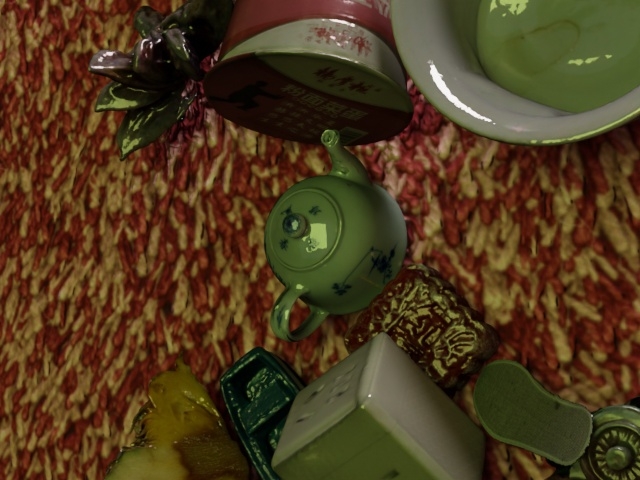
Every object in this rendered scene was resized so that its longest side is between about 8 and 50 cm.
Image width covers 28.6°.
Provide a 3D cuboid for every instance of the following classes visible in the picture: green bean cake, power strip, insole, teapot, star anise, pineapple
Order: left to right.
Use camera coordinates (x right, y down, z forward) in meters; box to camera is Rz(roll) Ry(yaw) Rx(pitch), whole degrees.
[{"bbox_3d":[-0.177,0.280,1.396,0.250,0.164,0.140,59,145,10],"label":"pineapple"},{"bbox_3d":[-0.182,-0.224,1.498,0.282,0.129,0.212,-33,21,49],"label":"star anise"},{"bbox_3d":[0.000,0.000,1.378,0.159,0.159,0.232,15,87,30],"label":"teapot"},{"bbox_3d":[0.081,0.231,1.265,0.140,0.139,0.224,-40,102,25],"label":"power strip"},{"bbox_3d":[0.105,0.108,1.351,0.135,0.056,0.136,-48,62,10],"label":"green bean cake"},{"bbox_3d":[0.201,0.168,1.231,0.080,0.003,0.232,-64,20,0],"label":"insole"}]

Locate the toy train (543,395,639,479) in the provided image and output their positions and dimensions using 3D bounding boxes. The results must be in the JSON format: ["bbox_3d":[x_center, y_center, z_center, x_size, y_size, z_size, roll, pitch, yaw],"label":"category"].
[{"bbox_3d":[0.341,0.272,1.152,0.304,0.150,0.222,16,97,28],"label":"toy train"}]

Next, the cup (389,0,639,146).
[{"bbox_3d":[0.258,-0.247,1.282,0.347,0.163,0.347,-6,77,26],"label":"cup"}]

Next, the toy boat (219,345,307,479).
[{"bbox_3d":[-0.008,0.251,1.378,0.096,0.061,0.299,-41,63,14],"label":"toy boat"}]

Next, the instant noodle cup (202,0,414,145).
[{"bbox_3d":[-0.004,-0.229,1.393,0.234,0.235,0.179,-3,70,28],"label":"instant noodle cup"}]
